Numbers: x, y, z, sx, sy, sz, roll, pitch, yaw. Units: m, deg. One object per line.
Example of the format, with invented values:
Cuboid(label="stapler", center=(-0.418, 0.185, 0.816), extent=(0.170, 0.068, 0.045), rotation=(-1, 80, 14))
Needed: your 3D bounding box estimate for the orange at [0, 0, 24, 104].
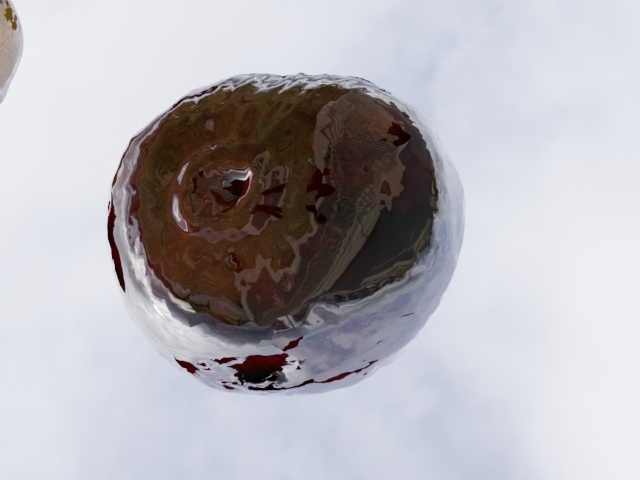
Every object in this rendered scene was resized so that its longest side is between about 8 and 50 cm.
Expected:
Cuboid(label="orange", center=(-0.291, -0.142, 1.060), extent=(0.160, 0.112, 0.170), rotation=(-55, -136, 9))

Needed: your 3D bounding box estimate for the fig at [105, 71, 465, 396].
Cuboid(label="fig", center=(-0.002, 0.012, 0.804), extent=(0.203, 0.249, 0.186), rotation=(-13, -119, 20))
